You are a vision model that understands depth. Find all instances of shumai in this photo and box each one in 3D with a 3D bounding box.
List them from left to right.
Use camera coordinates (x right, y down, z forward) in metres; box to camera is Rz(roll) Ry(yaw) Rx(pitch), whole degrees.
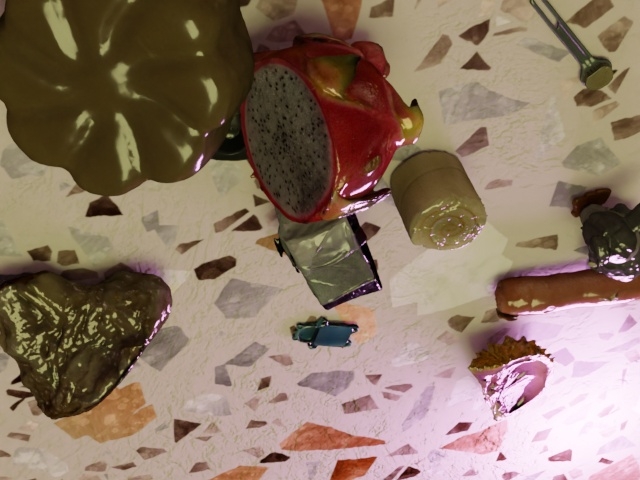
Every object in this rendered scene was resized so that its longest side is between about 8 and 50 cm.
[{"bbox_3d":[-0.468,0.158,1.999,0.283,0.217,0.346,37,104,-6],"label":"shumai"}]

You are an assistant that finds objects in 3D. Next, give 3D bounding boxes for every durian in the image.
[{"bbox_3d":[0.442,0.301,2.461,0.191,0.112,0.341,-33,144,2],"label":"durian"}]

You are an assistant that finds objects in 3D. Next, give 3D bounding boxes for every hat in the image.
[{"bbox_3d":[-0.155,-0.182,1.801,0.121,0.050,0.121,-12,141,-10],"label":"hat"}]

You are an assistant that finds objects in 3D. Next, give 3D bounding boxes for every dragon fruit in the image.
[{"bbox_3d":[0.027,-0.187,1.697,0.226,0.305,0.305,-19,142,-33],"label":"dragon fruit"}]

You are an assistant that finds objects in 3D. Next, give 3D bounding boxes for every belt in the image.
[{"bbox_3d":[0.000,0.000,1.947,0.164,0.184,0.289,-19,132,8],"label":"belt"}]

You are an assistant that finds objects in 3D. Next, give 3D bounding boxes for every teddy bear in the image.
[{"bbox_3d":[0.601,-0.022,2.142,0.171,0.144,0.251,-39,151,6],"label":"teddy bear"}]

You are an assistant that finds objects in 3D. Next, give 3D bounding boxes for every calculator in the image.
[{"bbox_3d":[0.009,0.199,2.268,0.141,0.019,0.094,6,131,-22],"label":"calculator"}]

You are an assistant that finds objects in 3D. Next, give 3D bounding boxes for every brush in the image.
[{"bbox_3d":[0.435,-0.344,1.853,0.062,0.027,0.266,-38,133,19],"label":"brush"}]

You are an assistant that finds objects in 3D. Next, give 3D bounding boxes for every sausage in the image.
[{"bbox_3d":[0.578,0.102,2.308,0.419,0.094,0.094,-7,158,-13],"label":"sausage"}]

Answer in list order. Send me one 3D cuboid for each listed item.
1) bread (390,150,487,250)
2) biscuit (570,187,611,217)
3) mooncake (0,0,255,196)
[{"bbox_3d":[0.217,-0.073,1.972,0.148,0.141,0.134,-1,135,-19],"label":"bread"},{"bbox_3d":[0.550,-0.079,2.169,0.092,0.016,0.082,-39,137,12],"label":"biscuit"},{"bbox_3d":[-0.283,-0.250,1.504,0.378,0.200,0.378,3,125,5],"label":"mooncake"}]
